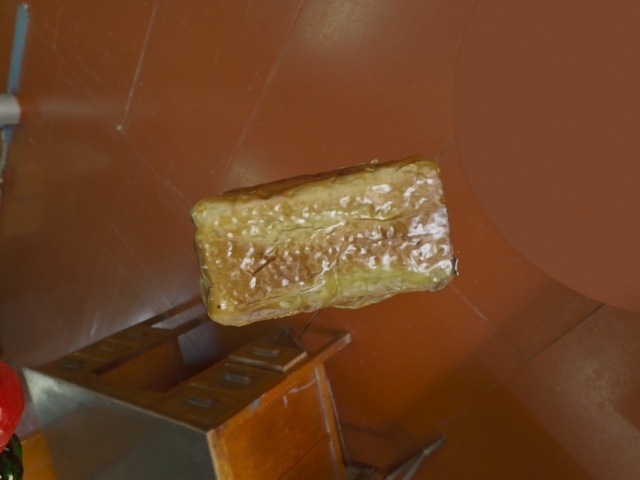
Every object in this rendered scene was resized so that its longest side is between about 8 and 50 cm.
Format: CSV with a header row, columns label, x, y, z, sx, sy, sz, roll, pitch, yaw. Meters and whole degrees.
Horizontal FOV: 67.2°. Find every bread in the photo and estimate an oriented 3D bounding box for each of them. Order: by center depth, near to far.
label,x,y,z,sx,sy,sz,roll,pitch,yaw
bread,0.000,0.003,0.641,0.343,0.149,0.195,-9,97,-2

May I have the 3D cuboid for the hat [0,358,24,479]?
label,x,y,z,sx,sy,sz,roll,pitch,yaw
hat,-0.434,0.258,0.502,0.242,0.274,0.332,24,91,40
